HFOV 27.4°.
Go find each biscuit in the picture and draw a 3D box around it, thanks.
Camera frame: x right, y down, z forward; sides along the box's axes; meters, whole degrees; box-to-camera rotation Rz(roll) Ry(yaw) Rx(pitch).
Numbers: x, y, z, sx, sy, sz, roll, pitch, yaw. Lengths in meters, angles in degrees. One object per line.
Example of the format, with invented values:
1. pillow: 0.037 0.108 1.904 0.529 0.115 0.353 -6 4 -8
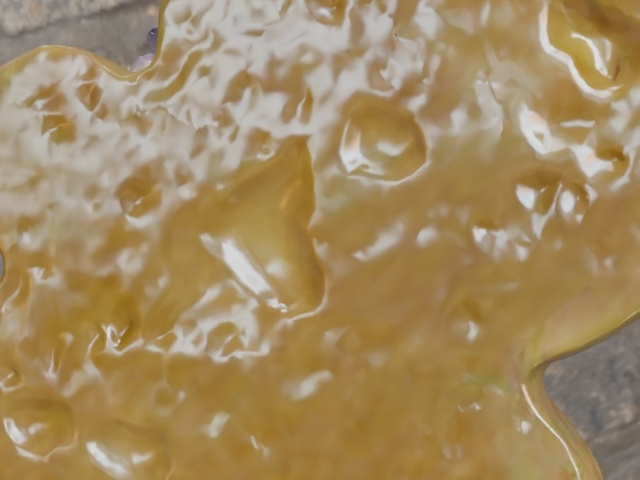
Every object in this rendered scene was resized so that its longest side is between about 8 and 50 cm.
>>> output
1. biscuit: 0.001 0.000 0.475 0.275 0.052 0.355 35 99 10

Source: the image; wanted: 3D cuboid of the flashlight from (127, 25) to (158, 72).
1. flashlight: -0.099 -0.065 0.651 0.031 0.110 0.052 -41 105 -46
